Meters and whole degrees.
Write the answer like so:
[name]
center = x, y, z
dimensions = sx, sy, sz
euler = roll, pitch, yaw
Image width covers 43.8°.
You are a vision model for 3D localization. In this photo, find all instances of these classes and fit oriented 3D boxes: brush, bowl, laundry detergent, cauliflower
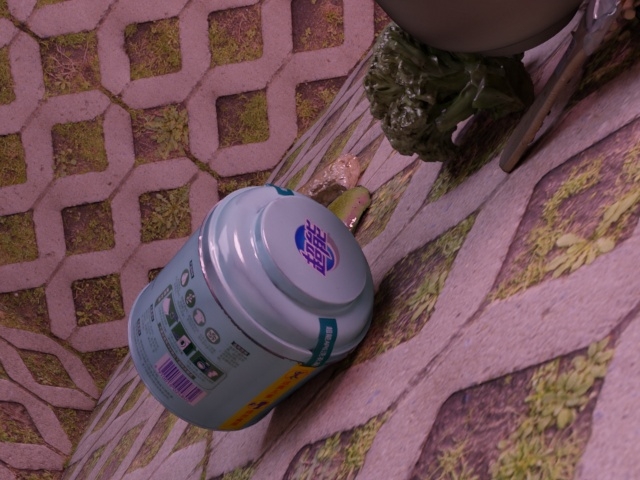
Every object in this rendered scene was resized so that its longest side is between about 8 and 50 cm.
[brush]
center = 0.301, -0.211, 0.985
dimensions = 0.085, 0.020, 0.337
euler = -79, 10, -47
[bowl]
center = 0.242, -0.375, 1.072
dimensions = 0.353, 0.185, 0.354
euler = -20, 43, 20
[laundry detergent]
center = -0.093, 0.092, 1.180
dimensions = 0.305, 0.287, 0.287
euler = -43, 15, 38
[cauliflower]
center = 0.209, -0.249, 1.236
dimensions = 0.250, 0.272, 0.275
euler = 19, 85, 45

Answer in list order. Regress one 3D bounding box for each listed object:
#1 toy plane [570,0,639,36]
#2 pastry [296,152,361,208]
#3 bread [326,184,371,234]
[toy plane]
center = 0.402, -0.307, 0.945
dimensions = 0.229, 0.092, 0.244
euler = -44, 16, 27
[pastry]
center = 0.002, -0.112, 1.896
dimensions = 0.258, 0.089, 0.121
euler = -35, 9, 47
[bread]
center = 0.004, -0.004, 1.672
dimensions = 0.301, 0.045, 0.301
euler = -48, 13, 15
